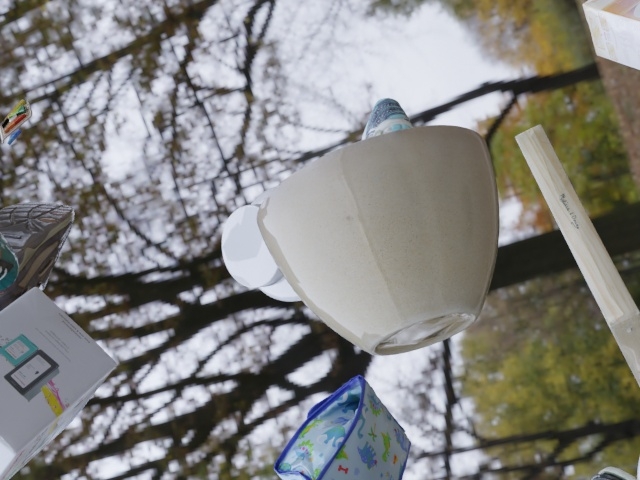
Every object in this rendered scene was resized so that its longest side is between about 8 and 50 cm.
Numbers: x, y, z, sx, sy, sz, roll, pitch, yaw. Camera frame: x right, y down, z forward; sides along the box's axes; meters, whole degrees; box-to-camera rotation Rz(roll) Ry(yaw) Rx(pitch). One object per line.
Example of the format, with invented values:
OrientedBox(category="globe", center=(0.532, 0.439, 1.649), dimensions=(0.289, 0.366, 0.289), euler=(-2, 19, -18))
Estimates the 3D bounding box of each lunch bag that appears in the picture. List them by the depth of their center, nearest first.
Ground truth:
OrientedBox(category="lunch bag", center=(0.036, 0.253, 1.345), dimensions=(0.151, 0.096, 0.129), euler=(-52, -54, -26))

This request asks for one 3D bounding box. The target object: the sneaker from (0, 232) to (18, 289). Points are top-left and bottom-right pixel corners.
OrientedBox(category="sneaker", center=(-0.531, 0.032, 1.698), dimensions=(0.121, 0.108, 0.302), euler=(53, -179, 26))

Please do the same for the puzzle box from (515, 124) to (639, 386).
OrientedBox(category="puzzle box", center=(0.451, 0.032, 1.896), dimensions=(0.272, 0.052, 0.409), euler=(50, -163, -51))

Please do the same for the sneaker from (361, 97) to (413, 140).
OrientedBox(category="sneaker", center=(0.119, -0.139, 2.053), dimensions=(0.283, 0.110, 0.122), euler=(102, 162, -53))

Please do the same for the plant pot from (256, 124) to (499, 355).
OrientedBox(category="plant pot", center=(0.090, 0.021, 1.319), dimensions=(0.284, 0.284, 0.191), euler=(24, -136, -63))

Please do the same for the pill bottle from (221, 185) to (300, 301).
OrientedBox(category="pill bottle", center=(0.000, 0.000, 1.824), dimensions=(0.323, 0.181, 0.182), euler=(-6, -102, -49))

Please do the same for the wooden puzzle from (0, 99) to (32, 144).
OrientedBox(category="wooden puzzle", center=(-0.505, -0.198, 1.894), dimensions=(0.014, 0.078, 0.116), euler=(44, 177, -31))

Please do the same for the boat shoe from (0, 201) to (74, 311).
OrientedBox(category="boat shoe", center=(-0.559, 0.030, 2.118), dimensions=(0.355, 0.132, 0.130), euler=(-58, -24, -64))

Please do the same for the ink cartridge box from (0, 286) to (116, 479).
OrientedBox(category="ink cartridge box", center=(-0.517, 0.255, 1.879), dimensions=(0.197, 0.198, 0.270), euler=(43, -142, 2))

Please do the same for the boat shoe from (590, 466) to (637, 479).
OrientedBox(category="boat shoe", center=(0.602, 0.520, 2.186), dimensions=(0.340, 0.113, 0.127), euler=(20, 127, 66))

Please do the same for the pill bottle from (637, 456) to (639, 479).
OrientedBox(category="pill bottle", center=(0.555, 0.336, 1.433), dimensions=(0.334, 0.188, 0.188), euler=(34, -139, -36))

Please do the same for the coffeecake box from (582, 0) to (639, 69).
OrientedBox(category="coffeecake box", center=(0.382, -0.228, 1.155), dimensions=(0.185, 0.142, 0.068), euler=(39, 159, 56))
